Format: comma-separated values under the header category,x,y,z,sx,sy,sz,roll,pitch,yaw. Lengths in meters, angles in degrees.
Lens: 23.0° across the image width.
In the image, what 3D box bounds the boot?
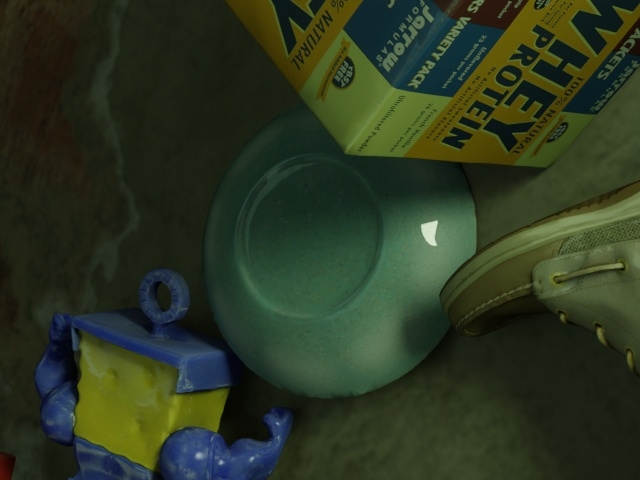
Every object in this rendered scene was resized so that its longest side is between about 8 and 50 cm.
category,x,y,z,sx,sy,sz,roll,pitch,yaw
boot,0.170,0.060,0.836,0.213,0.077,0.165,-25,75,34

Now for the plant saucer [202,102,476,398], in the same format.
category,x,y,z,sx,sy,sz,roll,pitch,yaw
plant saucer,0.000,0.000,0.974,0.195,0.037,0.194,-5,79,28

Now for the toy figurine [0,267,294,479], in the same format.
category,x,y,z,sx,sy,sz,roll,pitch,yaw
toy figurine,-0.115,0.128,1.009,0.363,0.191,0.217,16,95,38

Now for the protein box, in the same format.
category,x,y,z,sx,sy,sz,roll,pitch,yaw
protein box,0.056,-0.158,0.853,0.136,0.200,0.201,-52,60,27
